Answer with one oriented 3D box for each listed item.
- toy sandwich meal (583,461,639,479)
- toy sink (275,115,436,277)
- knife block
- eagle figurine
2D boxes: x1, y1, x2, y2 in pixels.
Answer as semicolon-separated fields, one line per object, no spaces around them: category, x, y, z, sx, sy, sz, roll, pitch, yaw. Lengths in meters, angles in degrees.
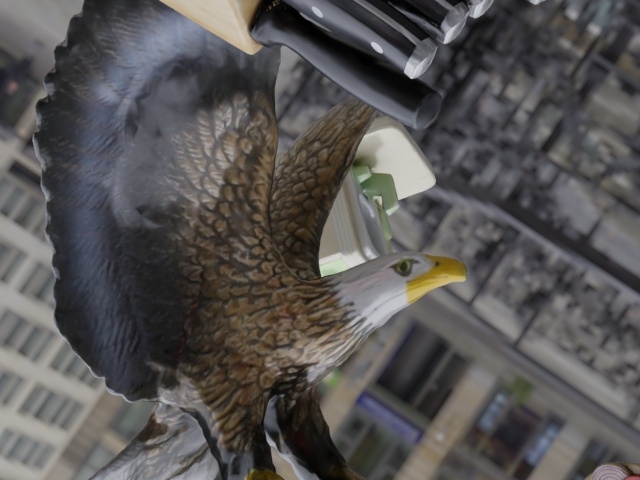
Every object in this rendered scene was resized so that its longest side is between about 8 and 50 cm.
toy sandwich meal;0.123;0.134;0.734;0.029;0.086;0.085;1;-159;-41
toy sink;0.000;0.000;1.723;0.153;0.234;0.131;47;-154;-61
knife block;-0.048;-0.139;0.736;0.275;0.242;0.088;-8;146;8
eagle figurine;-0.032;0.017;0.939;0.226;0.225;0.298;118;142;-67
